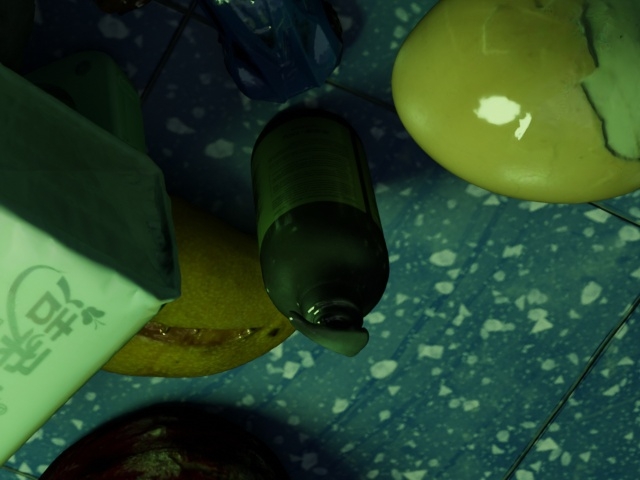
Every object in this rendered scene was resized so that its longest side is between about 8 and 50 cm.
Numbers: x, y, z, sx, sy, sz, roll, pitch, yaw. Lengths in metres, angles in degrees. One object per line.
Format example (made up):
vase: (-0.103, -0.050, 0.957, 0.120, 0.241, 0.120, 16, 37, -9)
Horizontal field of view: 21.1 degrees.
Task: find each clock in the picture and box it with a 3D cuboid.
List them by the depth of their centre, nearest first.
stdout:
clock: (-0.234, -0.066, 1.401, 0.188, 0.148, 0.060, -20, 142, 16)

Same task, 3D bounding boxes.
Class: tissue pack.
tissue pack: (-0.354, 0.038, 1.249, 0.332, 0.205, 0.405, 33, 116, -28)

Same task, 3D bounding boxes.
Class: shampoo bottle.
shampoo bottle: (0.000, 0.000, 1.372, 0.101, 0.284, 0.101, -3, 122, -4)

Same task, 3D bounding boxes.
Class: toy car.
toy car: (-0.057, -0.204, 1.372, 0.103, 0.063, 0.216, -24, 121, 10)

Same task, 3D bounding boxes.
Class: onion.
onion: (-0.149, 0.342, 1.591, 0.282, 0.260, 0.336, 29, 114, -26)

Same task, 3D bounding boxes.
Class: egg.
egg: (0.178, -0.127, 1.363, 0.244, 0.201, 0.201, -4, 122, 11)

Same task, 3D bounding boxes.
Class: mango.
mango: (-0.141, 0.040, 1.480, 0.295, 0.120, 0.177, 14, 120, -13)

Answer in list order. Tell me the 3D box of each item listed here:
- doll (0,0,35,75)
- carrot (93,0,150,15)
doll: (-0.370, -0.221, 1.279, 0.340, 0.158, 0.246, 16, 153, -14)
carrot: (-0.206, -0.283, 1.309, 0.070, 0.070, 0.260, -25, 120, 10)
